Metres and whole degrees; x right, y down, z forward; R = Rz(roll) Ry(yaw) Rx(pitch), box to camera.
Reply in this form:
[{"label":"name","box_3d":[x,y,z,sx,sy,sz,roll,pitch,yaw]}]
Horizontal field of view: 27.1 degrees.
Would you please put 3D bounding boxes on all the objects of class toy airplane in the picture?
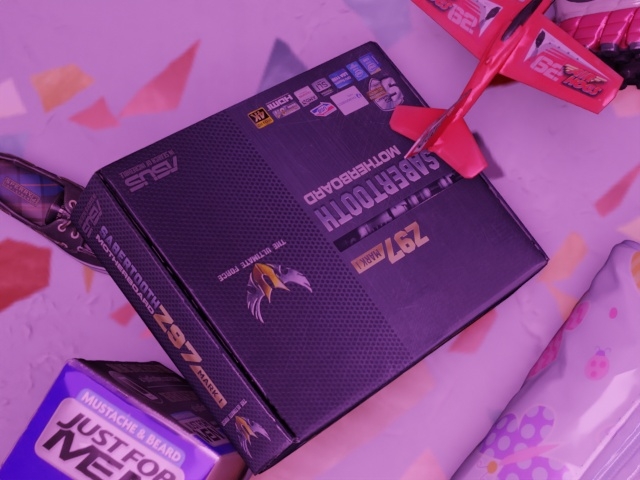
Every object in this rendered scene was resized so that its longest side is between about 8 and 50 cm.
[{"label":"toy airplane","box_3d":[0.101,-0.099,0.791,0.151,0.028,0.151,-4,69,11]}]

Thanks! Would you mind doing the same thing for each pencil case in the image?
[{"label":"pencil case","box_3d":[0.147,0.132,0.779,0.113,0.124,0.273,36,89,9]}]

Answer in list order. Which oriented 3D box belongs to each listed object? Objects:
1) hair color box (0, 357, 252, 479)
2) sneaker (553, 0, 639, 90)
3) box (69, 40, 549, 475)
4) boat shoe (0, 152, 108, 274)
[{"label":"hair color box","box_3d":[-0.169,0.236,0.777,0.110,0.185,0.339,30,89,9]},{"label":"sneaker","box_3d":[0.290,-0.164,0.793,0.299,0.121,0.112,-2,81,8]},{"label":"box","box_3d":[0.000,0.000,0.779,0.232,0.059,0.183,-30,79,-36]},{"label":"boat shoe","box_3d":[-0.170,-0.017,0.875,0.142,0.040,0.049,26,88,9]}]
